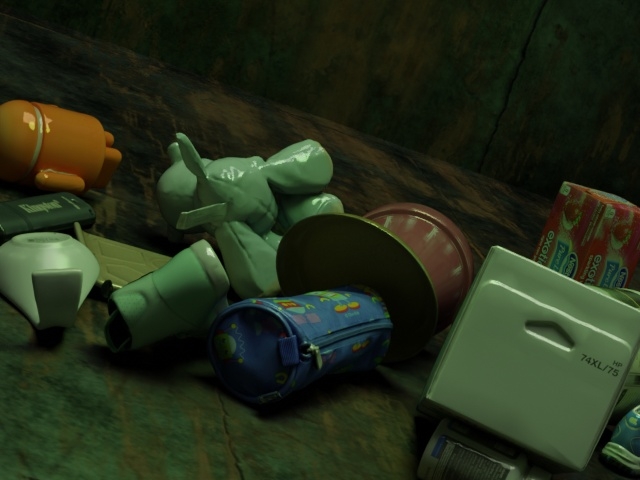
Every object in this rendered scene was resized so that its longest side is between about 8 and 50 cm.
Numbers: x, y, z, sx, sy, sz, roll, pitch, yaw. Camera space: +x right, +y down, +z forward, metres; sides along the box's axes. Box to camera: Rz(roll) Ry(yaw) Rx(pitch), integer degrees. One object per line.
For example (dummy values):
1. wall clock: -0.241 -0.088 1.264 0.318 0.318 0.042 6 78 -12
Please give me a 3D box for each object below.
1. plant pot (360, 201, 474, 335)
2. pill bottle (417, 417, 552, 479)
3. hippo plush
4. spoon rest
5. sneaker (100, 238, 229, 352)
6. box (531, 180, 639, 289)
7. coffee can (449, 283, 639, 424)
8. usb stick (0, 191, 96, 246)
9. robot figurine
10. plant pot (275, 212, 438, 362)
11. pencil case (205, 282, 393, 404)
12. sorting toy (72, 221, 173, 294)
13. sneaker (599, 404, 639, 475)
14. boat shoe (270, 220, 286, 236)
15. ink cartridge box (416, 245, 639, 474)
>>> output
1. plant pot: 0.107 0.057 2.176 0.201 0.201 0.180 23 15 7
2. pill bottle: 0.185 0.261 1.741 0.137 0.078 0.078 25 13 14
3. hippo plush: -0.136 -0.028 2.230 0.294 0.234 0.236 -1 0 -36
4. spoon rest: -0.319 0.047 1.806 0.137 0.084 0.276 -2 10 -14
5. sneaker: -0.187 0.084 1.828 0.094 0.151 0.256 59 -11 15
6. box: 0.445 0.044 2.634 0.128 0.257 0.122 12 15 -36
7. coffee can: 0.339 0.156 2.142 0.275 0.201 0.201 9 18 -46
8. usb stick: -0.387 -0.028 2.064 0.077 0.045 0.278 24 13 15
9. robot figurine: -0.407 -0.138 2.295 0.219 0.158 0.128 11 -16 -38
10. plant pot: 0.052 0.057 2.035 0.236 0.236 0.032 25 44 16
11. pencil case: -0.015 0.121 1.890 0.133 0.119 0.306 1 3 26
12. sorting toy: -0.226 0.052 2.035 0.208 0.038 0.193 22 12 -20
13. sneaker: 0.460 0.272 2.134 0.080 0.081 0.211 27 12 28
14. boat shoe: 0.000 0.000 2.513 0.078 0.070 0.219 31 16 35
15. ink cartridge box: 0.244 0.149 1.838 0.198 0.197 0.270 25 -8 6
